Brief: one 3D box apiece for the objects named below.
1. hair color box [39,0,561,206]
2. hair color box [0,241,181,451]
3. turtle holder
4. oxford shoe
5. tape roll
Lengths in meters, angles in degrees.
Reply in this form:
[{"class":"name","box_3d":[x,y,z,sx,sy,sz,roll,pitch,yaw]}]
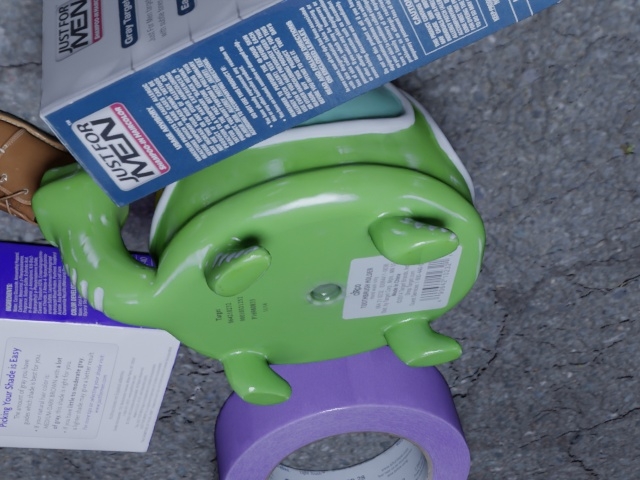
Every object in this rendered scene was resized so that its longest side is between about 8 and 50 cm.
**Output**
[{"class":"hair color box","box_3d":[-0.024,-0.178,0.819,0.347,0.174,0.105,-23,134,10]},{"class":"hair color box","box_3d":[-0.312,0.097,1.062,0.339,0.110,0.185,5,133,-19]},{"class":"turtle holder","box_3d":[-0.037,-0.012,0.929,0.320,0.227,0.243,-23,144,16]},{"class":"oxford shoe","box_3d":[-0.259,-0.054,0.954,0.212,0.076,0.076,14,130,-22]},{"class":"tape roll","box_3d":[0.023,0.237,1.280,0.275,0.090,0.274,-7,133,-7]}]
